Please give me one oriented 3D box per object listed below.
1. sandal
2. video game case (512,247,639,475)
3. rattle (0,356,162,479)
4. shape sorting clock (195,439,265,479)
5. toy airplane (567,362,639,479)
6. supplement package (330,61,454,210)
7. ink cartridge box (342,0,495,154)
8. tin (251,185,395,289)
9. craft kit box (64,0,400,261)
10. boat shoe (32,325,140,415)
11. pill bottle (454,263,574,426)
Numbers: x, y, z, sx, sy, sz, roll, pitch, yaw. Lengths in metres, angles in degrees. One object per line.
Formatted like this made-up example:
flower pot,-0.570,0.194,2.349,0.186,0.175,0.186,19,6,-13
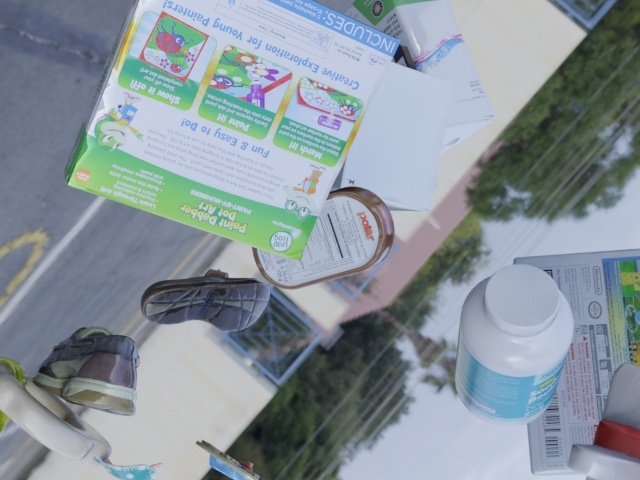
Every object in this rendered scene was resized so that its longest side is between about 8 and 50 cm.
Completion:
sandal,-0.156,0.075,1.262,0.219,0.060,0.090,3,127,-44
video game case,0.452,0.177,1.391,0.036,0.299,0.329,48,39,-76
rattle,-0.270,0.217,0.899,0.130,0.200,0.143,-4,-135,54
shape sorting clock,-0.133,0.410,1.645,0.040,0.206,0.206,-60,180,-15
toy airplane,0.426,0.222,0.833,0.272,0.384,0.386,-58,-170,10
supplement package,0.067,-0.150,1.374,0.203,0.149,0.194,7,-96,65
ink cartridge box,0.146,-0.282,1.571,0.117,0.278,0.201,-15,170,-32
tin,0.000,0.000,1.147,0.189,0.106,0.040,-17,-173,28
craft kit box,-0.084,-0.129,0.896,0.247,0.249,0.061,-66,-156,11
boat shoe,-0.210,0.117,0.865,0.223,0.080,0.073,-9,-120,65
pill bottle,0.257,0.138,1.249,0.146,0.146,0.264,-47,155,-22
